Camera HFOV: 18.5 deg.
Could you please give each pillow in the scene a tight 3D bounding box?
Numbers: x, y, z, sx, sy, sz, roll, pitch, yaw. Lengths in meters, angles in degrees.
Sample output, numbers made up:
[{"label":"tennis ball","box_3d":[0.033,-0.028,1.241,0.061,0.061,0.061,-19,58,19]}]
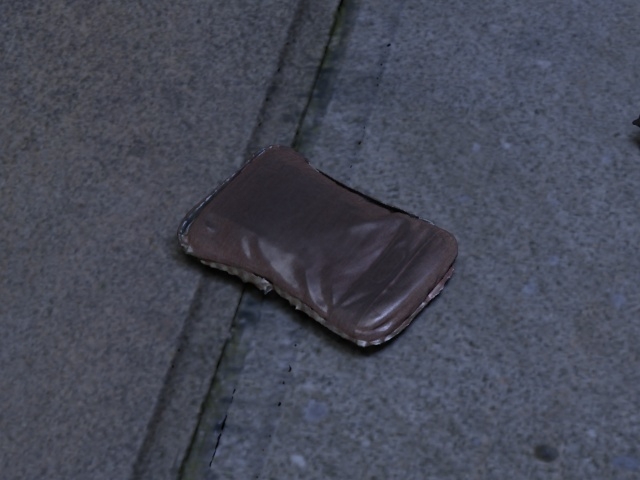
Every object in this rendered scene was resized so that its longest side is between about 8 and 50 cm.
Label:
[{"label":"pillow","box_3d":[-0.001,0.002,1.535,0.211,0.034,0.135,30,56,27]}]

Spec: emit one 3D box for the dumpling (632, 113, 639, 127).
[{"label":"dumpling","box_3d":[0.394,-0.042,1.478,0.166,0.086,0.332,-48,53,10]}]
